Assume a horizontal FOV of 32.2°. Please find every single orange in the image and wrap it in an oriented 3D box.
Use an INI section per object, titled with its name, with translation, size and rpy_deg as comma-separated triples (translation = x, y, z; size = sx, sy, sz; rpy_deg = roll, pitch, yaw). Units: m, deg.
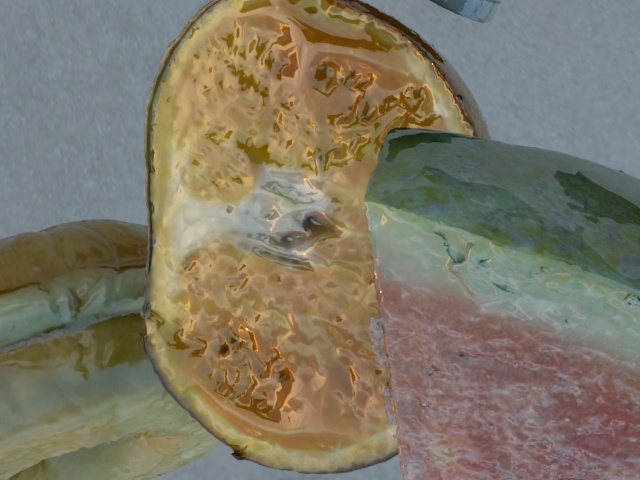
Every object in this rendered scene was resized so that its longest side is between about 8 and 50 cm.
[orange]
translation = -0.002, 0.001, 0.773
size = 0.274, 0.310, 0.274
rpy_deg = 7, 164, 2

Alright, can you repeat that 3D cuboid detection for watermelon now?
[watermelon]
translation = 0.130, 0.078, 0.520
size = 0.310, 0.193, 0.232
rpy_deg = 17, 150, -17

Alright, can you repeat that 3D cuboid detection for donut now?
[donut]
translation = -0.253, 0.136, 1.068
size = 0.449, 0.198, 0.449
rpy_deg = -20, 160, -8

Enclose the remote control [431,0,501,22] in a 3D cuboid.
[remote control]
translation = 0.022, -0.224, 0.816
size = 0.245, 0.077, 0.022
rpy_deg = 31, 111, 12
